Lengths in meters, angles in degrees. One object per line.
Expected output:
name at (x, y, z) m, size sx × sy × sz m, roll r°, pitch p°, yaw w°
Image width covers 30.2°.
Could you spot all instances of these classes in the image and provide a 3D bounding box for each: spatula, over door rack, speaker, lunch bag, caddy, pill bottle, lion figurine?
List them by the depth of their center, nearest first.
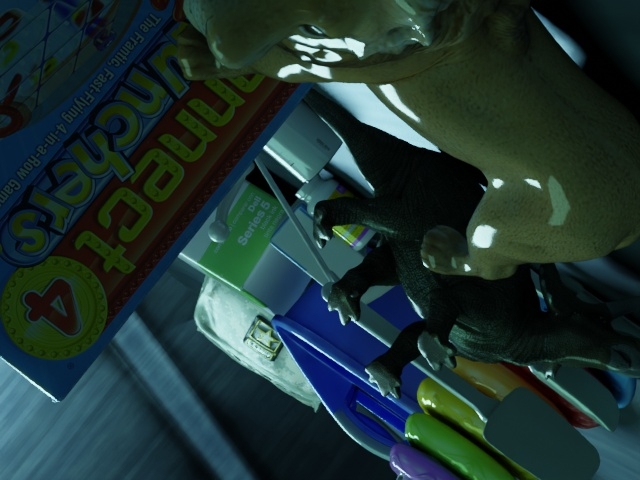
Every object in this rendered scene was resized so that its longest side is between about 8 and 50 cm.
lion figurine at (0.072, -0.078, 0.599) m, size 0.392 × 0.142 × 0.240 m, roll 27°, pitch 170°, yaw -37°
spatula at (0.129, 0.067, 0.899) m, size 0.242 × 0.168 × 0.019 m, roll 37°, pitch 150°, yaw 11°
speaker at (-0.048, -0.110, 0.991) m, size 0.136 × 0.055 × 0.055 m, roll 39°, pitch 170°, yaw -10°
over door rack at (-0.110, -0.062, 1.053) m, size 0.239 × 0.108 × 0.324 m, roll 35°, pitch -174°, yaw -47°
pill bottle at (0.017, -0.030, 1.158) m, size 0.083 × 0.043 × 0.043 m, roll 38°, pitch 170°, yaw -5°
caddy at (0.099, 0.160, 1.348) m, size 0.341 × 0.179 × 0.241 m, roll 33°, pitch 170°, yaw 24°
lunch bag at (-0.051, 0.114, 1.692) m, size 0.235 × 0.169 × 0.287 m, roll 33°, pitch 166°, yaw 4°

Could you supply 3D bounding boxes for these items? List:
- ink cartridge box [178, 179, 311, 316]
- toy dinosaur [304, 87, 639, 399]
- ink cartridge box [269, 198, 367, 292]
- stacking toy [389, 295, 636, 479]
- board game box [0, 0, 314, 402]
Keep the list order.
ink cartridge box at (-0.147, -0.032, 1.425) m, size 0.273 × 0.114 × 0.198 m, roll 31°, pitch 175°, yaw 18°
toy dinosaur at (0.086, 0.011, 0.857) m, size 0.313 × 0.160 × 0.121 m, roll 48°, pitch 144°, yaw 17°
ink cartridge box at (0.000, 0.000, 1.234) m, size 0.088 × 0.052 × 0.122 m, roll 39°, pitch -172°, yaw -5°
stacking toy at (0.124, 0.183, 1.014) m, size 0.175 × 0.301 × 0.165 m, roll 33°, pitch 169°, yaw 21°
board game box at (-0.180, -0.115, 0.712) m, size 0.302 × 0.308 × 0.086 m, roll 38°, pitch 168°, yaw -8°
